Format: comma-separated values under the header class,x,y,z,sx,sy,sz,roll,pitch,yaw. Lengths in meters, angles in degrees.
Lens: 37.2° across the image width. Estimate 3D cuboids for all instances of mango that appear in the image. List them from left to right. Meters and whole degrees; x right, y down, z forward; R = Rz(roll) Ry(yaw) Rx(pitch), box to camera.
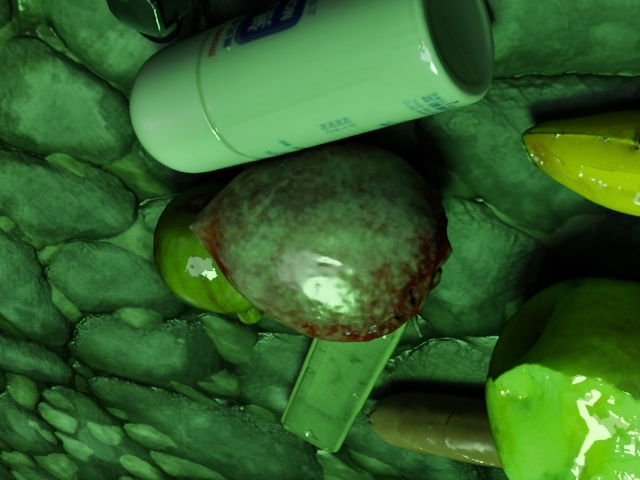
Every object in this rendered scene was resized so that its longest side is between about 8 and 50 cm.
class,x,y,z,sx,sy,sz,roll,pitch,yaw
mango,0.265,-0.067,0.812,0.187,0.066,0.101,13,145,24

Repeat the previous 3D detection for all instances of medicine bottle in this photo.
class,x,y,z,sx,sy,sz,roll,pitch,yaw
medicine bottle,-0.027,-0.144,0.838,0.341,0.130,0.130,-11,126,36

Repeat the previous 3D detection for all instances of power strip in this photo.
class,x,y,z,sx,sy,sz,roll,pitch,yaw
power strip,0.032,0.141,1.145,0.092,0.066,0.387,26,141,4

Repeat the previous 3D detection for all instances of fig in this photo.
class,x,y,z,sx,sy,sz,roll,pitch,yaw
fig,-0.108,0.028,1.041,0.142,0.148,0.186,-14,119,-15

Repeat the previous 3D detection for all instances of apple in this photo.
class,x,y,z,sx,sy,sz,roll,pitch,yaw
apple,0.269,0.154,0.891,0.226,0.246,0.246,44,136,-17

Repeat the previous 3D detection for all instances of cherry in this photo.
class,x,y,z,sx,sy,sz,roll,pitch,yaw
cherry,0.000,0.000,0.907,0.250,0.175,0.192,8,105,-4

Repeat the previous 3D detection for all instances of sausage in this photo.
class,x,y,z,sx,sy,sz,roll,pitch,yaw
sausage,0.242,0.226,1.102,0.433,0.088,0.088,0,132,28

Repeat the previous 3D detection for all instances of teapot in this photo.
class,x,y,z,sx,sy,sz,roll,pitch,yaw
teapot,-0.169,-0.254,0.838,0.096,0.087,0.177,11,136,25
